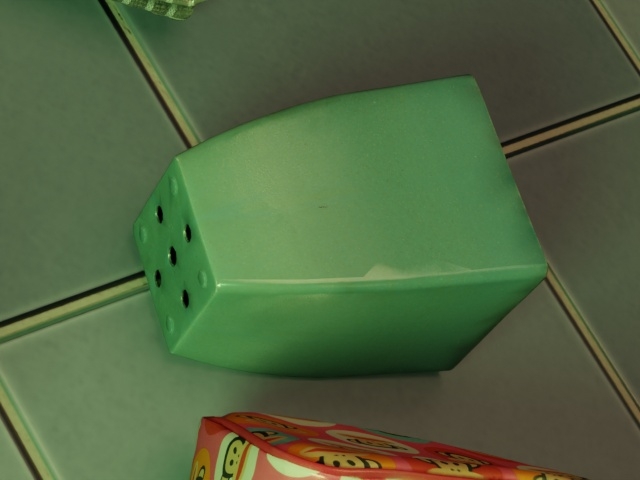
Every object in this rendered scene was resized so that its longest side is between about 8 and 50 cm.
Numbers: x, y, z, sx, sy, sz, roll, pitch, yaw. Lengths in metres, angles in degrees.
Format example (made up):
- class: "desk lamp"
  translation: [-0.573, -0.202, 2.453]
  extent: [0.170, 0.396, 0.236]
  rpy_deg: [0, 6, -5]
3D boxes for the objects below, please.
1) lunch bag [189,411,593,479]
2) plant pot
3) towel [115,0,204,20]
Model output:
- class: "lunch bag"
  translation: [0.058, 0.181, 1.230]
  extent: [0.293, 0.258, 0.120]
  rpy_deg: [12, 91, -19]
- class: "plant pot"
  translation: [0.000, 0.000, 1.358]
  extent: [0.234, 0.165, 0.165]
  rpy_deg: [-6, 64, -27]
- class: "towel"
  translation: [-0.187, -0.308, 1.463]
  extent: [0.235, 0.121, 0.283]
  rpy_deg: [18, 51, -25]
